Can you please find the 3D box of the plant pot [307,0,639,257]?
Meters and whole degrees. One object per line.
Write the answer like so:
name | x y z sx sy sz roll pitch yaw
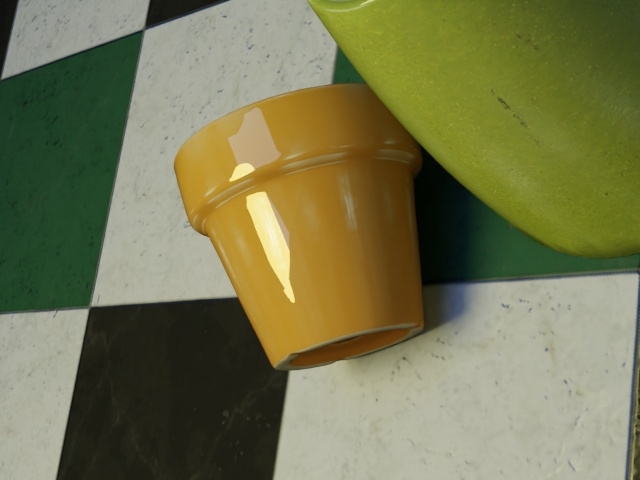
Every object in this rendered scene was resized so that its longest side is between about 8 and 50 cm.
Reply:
plant pot | 0.133 -0.158 0.761 0.274 0.293 0.275 -20 61 40

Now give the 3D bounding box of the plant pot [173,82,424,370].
plant pot | 0.000 0.000 0.925 0.205 0.205 0.188 -27 71 37
